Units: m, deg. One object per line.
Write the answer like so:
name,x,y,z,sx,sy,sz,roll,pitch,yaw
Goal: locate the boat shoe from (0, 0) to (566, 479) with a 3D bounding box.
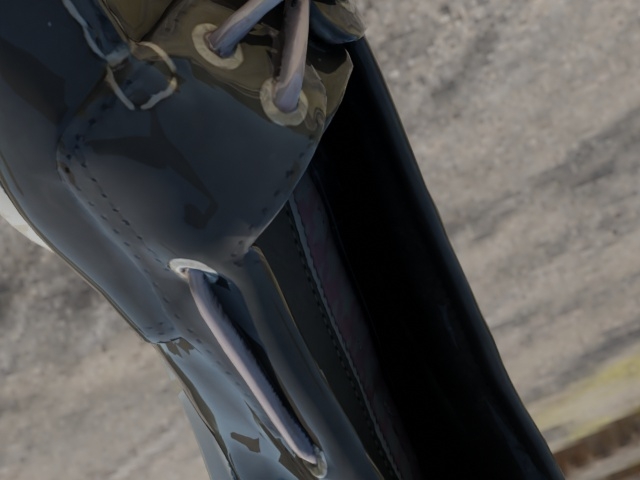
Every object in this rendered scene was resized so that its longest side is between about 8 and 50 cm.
boat shoe,0.000,0.000,0.381,0.095,0.112,0.335,-1,130,26
